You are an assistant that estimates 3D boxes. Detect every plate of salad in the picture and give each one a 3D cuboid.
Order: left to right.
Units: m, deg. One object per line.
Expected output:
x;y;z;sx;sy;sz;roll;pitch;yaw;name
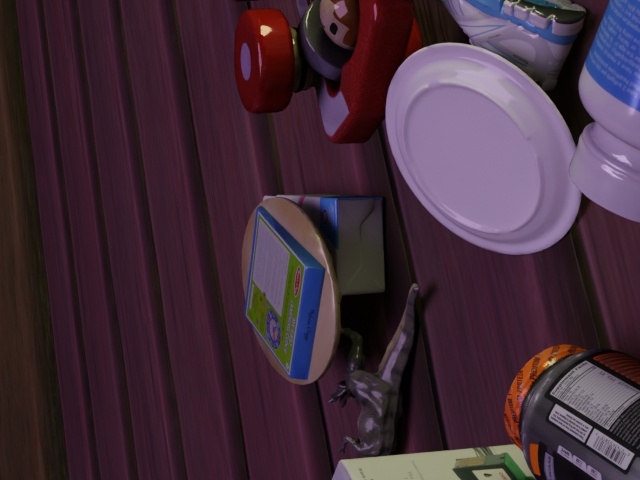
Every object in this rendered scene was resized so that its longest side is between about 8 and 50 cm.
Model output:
0.139;-0.078;0.902;0.200;0.048;0.199;31;140;30;plate of salad

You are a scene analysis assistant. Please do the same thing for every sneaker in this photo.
0.144;-0.183;0.909;0.190;0.071;0.082;-131;41;-50;sneaker

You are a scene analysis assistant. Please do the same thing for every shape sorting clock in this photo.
-0.033;0.055;1.156;0.206;0.040;0.206;24;117;60;shape sorting clock

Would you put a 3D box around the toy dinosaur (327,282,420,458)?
0.050;0.153;1.124;0.118;0.064;0.268;31;115;52;toy dinosaur

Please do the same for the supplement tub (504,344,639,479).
0.220;0.148;0.735;0.190;0.117;0.117;31;119;58;supplement tub

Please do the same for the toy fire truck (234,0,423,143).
0.017;-0.258;0.985;0.254;0.169;0.302;127;135;-65;toy fire truck

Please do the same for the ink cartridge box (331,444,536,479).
0.107;0.250;0.849;0.092;0.219;0.160;61;141;46;ink cartridge box

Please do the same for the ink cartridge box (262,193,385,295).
0.000;0.000;1.196;0.181;0.062;0.104;8;100;61;ink cartridge box

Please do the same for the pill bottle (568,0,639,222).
0.238;-0.124;0.672;0.124;0.124;0.221;55;137;46;pill bottle
